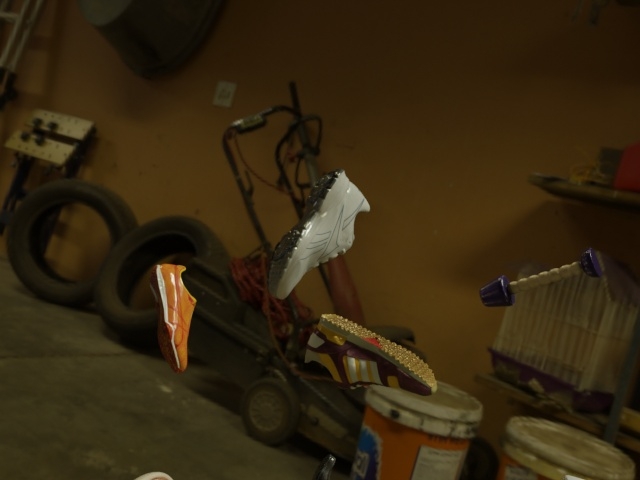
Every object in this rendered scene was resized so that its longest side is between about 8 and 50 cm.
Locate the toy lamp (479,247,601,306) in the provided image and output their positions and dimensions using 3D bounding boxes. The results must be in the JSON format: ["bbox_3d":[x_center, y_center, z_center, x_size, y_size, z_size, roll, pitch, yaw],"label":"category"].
[{"bbox_3d":[0.507,0.096,1.553,0.275,0.080,0.080,-21,-19,31],"label":"toy lamp"}]

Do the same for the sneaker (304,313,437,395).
[{"bbox_3d":[0.067,0.175,0.910,0.185,0.084,0.069,28,11,20],"label":"sneaker"}]

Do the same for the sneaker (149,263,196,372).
[{"bbox_3d":[-0.222,0.118,1.039,0.067,0.175,0.064,-1,-16,-30],"label":"sneaker"}]

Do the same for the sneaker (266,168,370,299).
[{"bbox_3d":[0.000,0.000,1.352,0.129,0.297,0.111,38,-11,-20],"label":"sneaker"}]

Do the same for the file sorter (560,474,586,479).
[{"bbox_3d":[0.298,0.426,0.725,0.193,0.277,0.173,18,37,-6],"label":"file sorter"}]

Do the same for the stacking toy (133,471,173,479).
[{"bbox_3d":[-0.222,0.714,1.415,0.480,0.350,0.350,6,-1,17],"label":"stacking toy"}]

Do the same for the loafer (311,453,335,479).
[{"bbox_3d":[0.004,0.627,1.684,0.061,0.170,0.062,25,-2,0],"label":"loafer"}]
